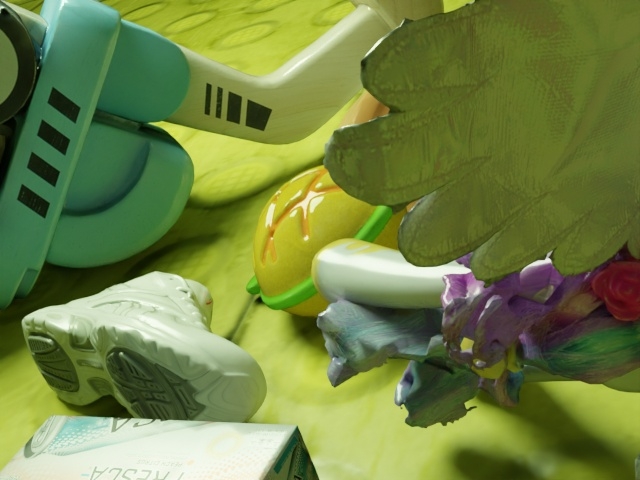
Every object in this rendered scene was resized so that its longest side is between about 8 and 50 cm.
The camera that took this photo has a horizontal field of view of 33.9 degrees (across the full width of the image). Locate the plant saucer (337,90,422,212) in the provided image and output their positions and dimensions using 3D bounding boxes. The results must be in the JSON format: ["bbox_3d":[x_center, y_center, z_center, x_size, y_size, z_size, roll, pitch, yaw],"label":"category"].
[{"bbox_3d":[0.104,-0.086,0.835,0.200,0.037,0.200,-8,49,9],"label":"plant saucer"}]

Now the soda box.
[{"bbox_3d":[-0.091,0.140,0.588,0.183,0.058,0.063,-3,31,30],"label":"soda box"}]

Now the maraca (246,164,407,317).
[{"bbox_3d":[0.000,0.000,0.757,0.127,0.099,0.186,-45,12,-14],"label":"maraca"}]

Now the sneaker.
[{"bbox_3d":[-0.106,0.063,0.720,0.232,0.090,0.115,10,36,45],"label":"sneaker"}]

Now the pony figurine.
[{"bbox_3d":[0.151,0.021,0.459,0.351,0.302,0.363,-24,9,-28],"label":"pony figurine"}]

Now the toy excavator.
[{"bbox_3d":[-0.152,-0.121,0.959,0.445,0.432,0.222,17,9,-23],"label":"toy excavator"}]
